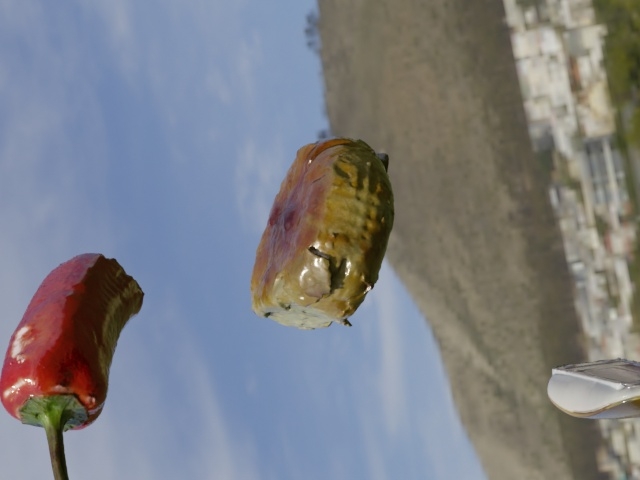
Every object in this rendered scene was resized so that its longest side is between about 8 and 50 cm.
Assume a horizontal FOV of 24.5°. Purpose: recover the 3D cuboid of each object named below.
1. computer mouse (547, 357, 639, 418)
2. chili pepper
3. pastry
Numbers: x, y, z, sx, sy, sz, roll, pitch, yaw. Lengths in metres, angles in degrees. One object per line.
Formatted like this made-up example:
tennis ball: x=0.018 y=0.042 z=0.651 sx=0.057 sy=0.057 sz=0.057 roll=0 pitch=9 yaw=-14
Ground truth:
computer mouse: x=0.342 y=0.170 z=1.661 sx=0.245 sy=0.126 sz=0.056 roll=173 pitch=90 yaw=-78
chili pepper: x=-0.314 y=0.157 z=1.747 sx=0.338 sy=0.135 sz=0.131 roll=-77 pitch=-23 yaw=-49
pastry: x=0.000 y=0.000 z=1.548 sx=0.218 sy=0.100 sz=0.229 roll=-63 pitch=23 yaw=17
